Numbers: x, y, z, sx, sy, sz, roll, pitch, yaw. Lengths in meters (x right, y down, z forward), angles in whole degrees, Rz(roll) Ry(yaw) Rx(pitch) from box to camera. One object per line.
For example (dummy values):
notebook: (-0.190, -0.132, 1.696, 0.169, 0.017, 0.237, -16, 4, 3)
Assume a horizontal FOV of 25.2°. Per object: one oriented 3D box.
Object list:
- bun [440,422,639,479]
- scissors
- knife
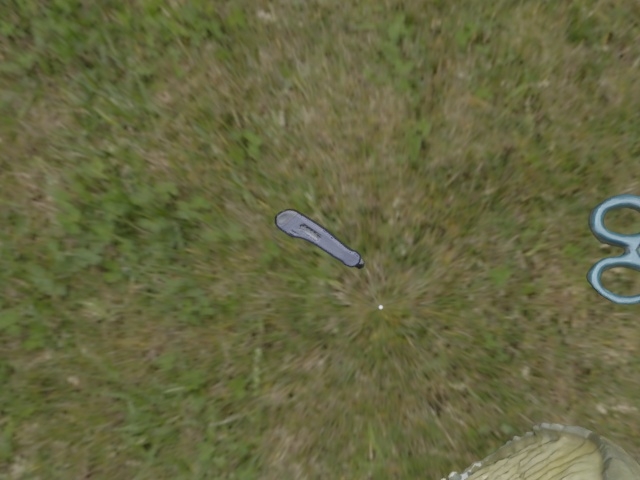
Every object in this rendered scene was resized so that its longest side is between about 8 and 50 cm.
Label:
bun: (0.219, 0.376, 1.494, 0.364, 0.364, 0.202, -43, 105, 0)
scissors: (0.471, 0.016, 1.787, 0.289, 0.041, 0.138, 3, 81, -9)
knife: (0.000, 0.000, 1.697, 0.121, 0.018, 0.031, 34, 102, -1)
